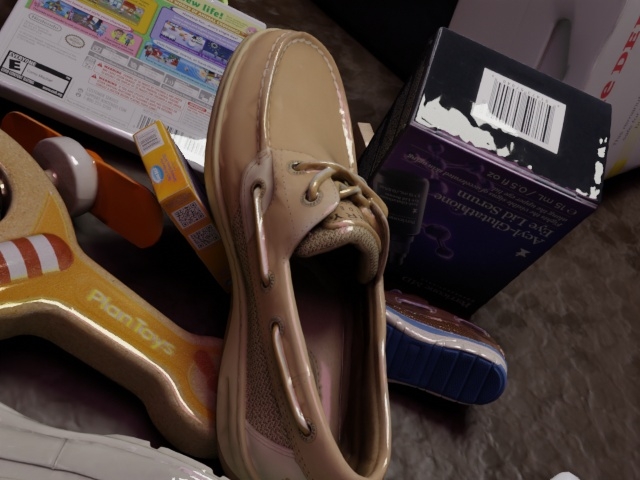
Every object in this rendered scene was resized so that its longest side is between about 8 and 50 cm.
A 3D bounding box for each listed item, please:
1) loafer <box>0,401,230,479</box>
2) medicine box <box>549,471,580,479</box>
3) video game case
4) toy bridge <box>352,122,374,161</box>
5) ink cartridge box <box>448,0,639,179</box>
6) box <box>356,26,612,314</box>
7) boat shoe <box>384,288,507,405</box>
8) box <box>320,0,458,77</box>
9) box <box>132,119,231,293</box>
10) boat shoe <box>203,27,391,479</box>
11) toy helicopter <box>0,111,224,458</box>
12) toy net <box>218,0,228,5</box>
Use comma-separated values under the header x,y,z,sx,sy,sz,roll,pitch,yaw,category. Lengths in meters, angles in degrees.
x,y,z,sx,sy,sz,roll,pitch,yaw,category
-0.156,0.158,0.446,0.319,0.112,0.111,19,50,1,loafer
0.002,0.268,0.308,0.289,0.263,0.149,-26,65,-39,medicine box
-0.169,-0.170,0.740,0.212,0.023,0.193,23,58,-15,video game case
0.047,-0.086,0.813,0.188,0.026,0.063,1,54,-26,toy bridge
0.306,-0.219,0.845,0.384,0.279,0.160,-18,47,-42,ink cartridge box
0.114,-0.047,0.676,0.153,0.207,0.108,23,57,-5,box
0.059,0.075,0.657,0.183,0.066,0.066,24,25,2,boat shoe
0.138,-0.371,0.999,0.294,0.183,0.296,44,48,16,box
-0.093,-0.019,0.625,0.028,0.136,0.081,-28,49,-2,box
0.000,0.000,0.555,0.121,0.110,0.341,10,69,-39,boat shoe
-0.183,0.019,0.564,0.355,0.140,0.235,37,35,-7,toy helicopter
-0.206,-0.224,0.798,0.122,0.045,0.232,46,47,16,toy net
